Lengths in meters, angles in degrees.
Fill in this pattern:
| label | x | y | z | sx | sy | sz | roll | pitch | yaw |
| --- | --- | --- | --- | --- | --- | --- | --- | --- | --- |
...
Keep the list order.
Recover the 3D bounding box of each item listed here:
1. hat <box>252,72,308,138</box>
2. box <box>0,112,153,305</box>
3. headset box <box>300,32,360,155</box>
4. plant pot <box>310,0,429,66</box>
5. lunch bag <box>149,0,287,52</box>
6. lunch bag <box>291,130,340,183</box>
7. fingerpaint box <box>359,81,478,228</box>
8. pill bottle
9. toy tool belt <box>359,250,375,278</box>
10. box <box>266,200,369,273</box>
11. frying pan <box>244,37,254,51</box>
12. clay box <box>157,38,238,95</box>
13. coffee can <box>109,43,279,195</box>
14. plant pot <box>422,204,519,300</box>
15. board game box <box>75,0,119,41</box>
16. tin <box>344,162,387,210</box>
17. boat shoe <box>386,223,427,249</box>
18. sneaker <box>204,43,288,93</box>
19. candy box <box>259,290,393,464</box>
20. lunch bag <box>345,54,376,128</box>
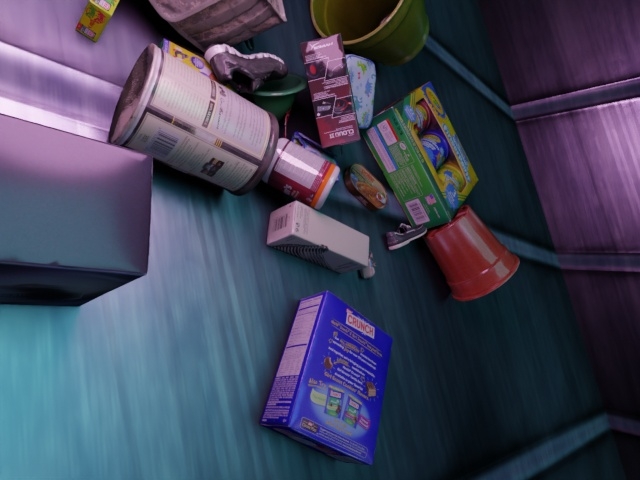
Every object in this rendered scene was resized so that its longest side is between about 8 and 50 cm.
| label | x | y | z | sx | sy | sz | roll | pitch | yaw |
| --- | --- | --- | --- | --- | --- | --- | --- | --- | --- |
| hat | -0.121 | -0.338 | 1.152 | 0.209 | 0.172 | 0.184 | -55 | 151 | -46 |
| box | -0.424 | -0.020 | 0.548 | 0.296 | 0.293 | 0.183 | 10 | 68 | -42 |
| headset box | 0.037 | -0.383 | 1.160 | 0.218 | 0.110 | 0.294 | -75 | 153 | -75 |
| plant pot | 0.212 | -0.793 | 1.469 | 0.352 | 0.366 | 0.367 | 7 | 70 | -56 |
| lunch bag | -0.241 | -0.564 | 0.907 | 0.287 | 0.235 | 0.169 | 15 | 61 | -68 |
| lunch bag | -0.020 | -0.227 | 1.184 | 0.128 | 0.096 | 0.151 | 22 | 46 | -36 |
| fingerpaint box | 0.386 | -0.320 | 1.570 | 0.371 | 0.163 | 0.445 | -42 | 107 | -44 |
| pill bottle | -0.072 | -0.177 | 1.038 | 0.221 | 0.121 | 0.121 | 27 | 53 | -3 |
| toy tool belt | 0.143 | 0.075 | 1.272 | 0.051 | 0.052 | 0.084 | 30 | 53 | -73 |
| box | 0.000 | 0.000 | 1.103 | 0.275 | 0.113 | 0.094 | 24 | 60 | -37 |
| frying pan | -0.229 | -0.685 | 1.164 | 0.197 | 0.053 | 0.326 | -43 | 109 | -45 |
| clay box | -0.279 | -0.363 | 0.995 | 0.221 | 0.053 | 0.128 | 13 | 65 | -42 |
| coffee can | -0.254 | -0.235 | 0.865 | 0.275 | 0.201 | 0.202 | 22 | 61 | -38 |
| plant pot | 0.526 | 0.032 | 1.533 | 0.265 | 0.272 | 0.272 | 53 | 45 | -6 |
| board game box | -0.436 | -0.507 | 0.860 | 0.043 | 0.092 | 0.182 | 28 | 57 | -37 |
| tin | 0.149 | -0.173 | 1.371 | 0.189 | 0.040 | 0.106 | 38 | 56 | -30 |
| boat shoe | 0.296 | -0.030 | 1.439 | 0.206 | 0.075 | 0.065 | -25 | 94 | -41 |
| sneaker | -0.168 | -0.407 | 1.034 | 0.234 | 0.078 | 0.106 | -11 | 77 | -45 |
| candy box | 0.032 | 0.327 | 1.008 | 0.268 | 0.122 | 0.318 | 39 | 52 | -28 |
| lunch bag | 0.093 | -0.470 | 1.332 | 0.176 | 0.090 | 0.219 | -14 | 113 | -47 |
